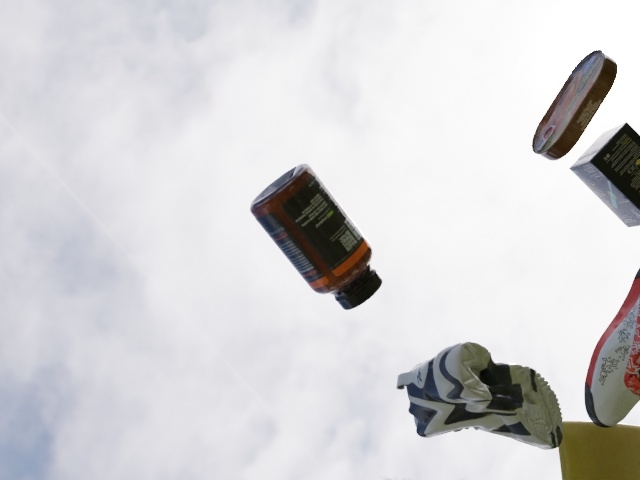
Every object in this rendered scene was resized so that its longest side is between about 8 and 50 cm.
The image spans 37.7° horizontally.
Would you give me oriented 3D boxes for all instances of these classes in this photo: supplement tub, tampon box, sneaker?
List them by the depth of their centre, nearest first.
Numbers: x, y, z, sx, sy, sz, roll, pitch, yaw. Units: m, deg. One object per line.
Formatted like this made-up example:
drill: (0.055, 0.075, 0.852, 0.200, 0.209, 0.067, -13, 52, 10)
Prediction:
sneaker: (0.195, 0.213, 1.214, 0.235, 0.153, 0.094, 27, -123, -35)
supplement tub: (0.000, 0.000, 1.276, 0.106, 0.106, 0.198, -42, -77, -22)
sneaker: (0.473, 0.145, 1.291, 0.090, 0.145, 0.270, 32, -99, -29)
tampon box: (0.556, -0.116, 1.697, 0.161, 0.120, 0.101, 44, -94, -1)

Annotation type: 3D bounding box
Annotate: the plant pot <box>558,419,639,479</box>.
plant pot: (0.489, 0.400, 1.443, 0.212, 0.187, 0.212, 53, -149, -47)

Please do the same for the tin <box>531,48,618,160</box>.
tin: (0.405, -0.213, 1.496, 0.040, 0.106, 0.189, 29, -77, -10)
